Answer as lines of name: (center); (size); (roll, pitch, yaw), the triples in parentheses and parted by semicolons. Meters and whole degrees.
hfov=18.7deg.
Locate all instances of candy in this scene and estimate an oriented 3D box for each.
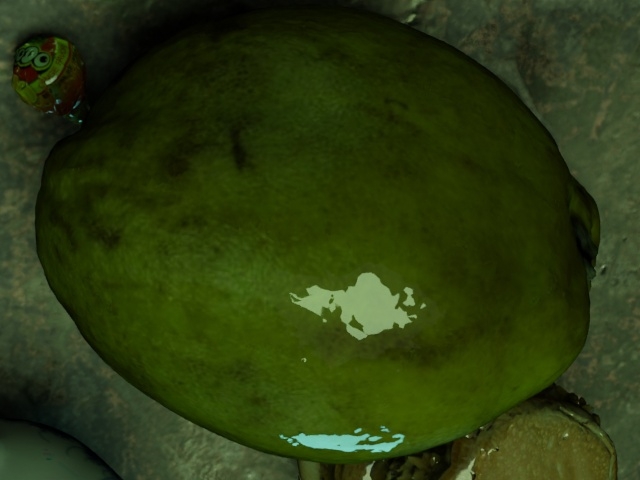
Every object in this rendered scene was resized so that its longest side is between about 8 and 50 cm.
candy: (-0.175, -0.080, 1.523); (0.060, 0.060, 0.201); (-34, 126, 0)

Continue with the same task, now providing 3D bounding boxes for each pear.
pear: (0.000, 0.000, 1.446); (0.414, 0.352, 0.352); (13, 110, -3)

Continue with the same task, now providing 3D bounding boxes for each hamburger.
hamburger: (0.116, 0.186, 1.636); (0.245, 0.211, 0.260); (-31, 122, -18)

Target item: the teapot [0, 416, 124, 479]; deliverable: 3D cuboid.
teapot: (-0.285, 0.269, 1.549); (0.280, 0.252, 0.424); (0, 124, 19)
